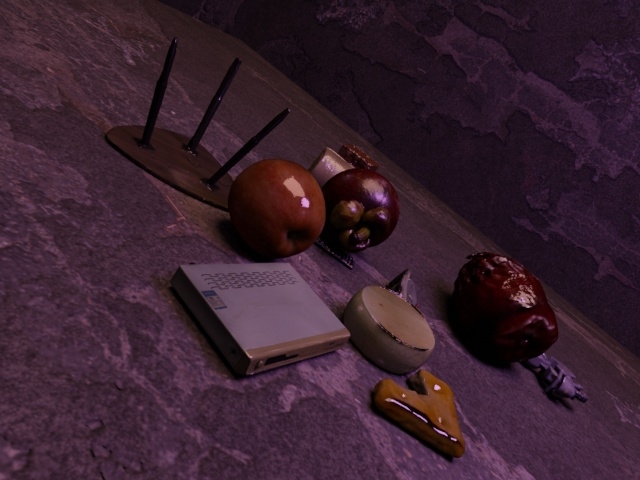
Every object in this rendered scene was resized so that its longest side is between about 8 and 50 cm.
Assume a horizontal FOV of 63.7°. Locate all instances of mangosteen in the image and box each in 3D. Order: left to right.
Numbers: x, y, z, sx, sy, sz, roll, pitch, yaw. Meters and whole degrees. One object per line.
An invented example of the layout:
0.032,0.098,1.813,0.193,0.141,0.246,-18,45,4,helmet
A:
0.090,-0.066,1.285,0.215,0.215,0.257,34,26,-7,mangosteen

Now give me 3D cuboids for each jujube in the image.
0.488,0.171,1.389,0.258,0.258,0.377,34,27,-7,jujube

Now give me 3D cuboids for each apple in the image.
-0.083,-0.060,1.012,0.188,0.188,0.174,14,36,-47,apple

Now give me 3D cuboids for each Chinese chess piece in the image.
0.133,0.173,1.008,0.188,0.083,0.188,30,24,-15,Chinese chess piece

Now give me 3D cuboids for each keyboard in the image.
0.000,0.000,1.270,0.204,0.013,0.061,35,20,-3,keyboard

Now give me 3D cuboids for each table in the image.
-0.248,-0.275,1.129,0.317,0.249,0.317,32,20,-13,table

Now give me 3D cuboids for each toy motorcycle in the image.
0.620,0.360,1.401,0.122,0.080,0.215,18,22,-47,toy motorcycle

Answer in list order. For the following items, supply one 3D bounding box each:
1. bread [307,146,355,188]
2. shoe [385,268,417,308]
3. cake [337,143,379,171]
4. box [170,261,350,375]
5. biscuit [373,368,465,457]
0.034,-0.195,1.595,0.141,0.134,0.148,38,31,-9,bread
0.198,0.133,1.230,0.077,0.074,0.194,48,22,-2,shoe
0.107,-0.243,1.803,0.135,0.147,0.134,40,18,13,cake
-0.089,0.110,0.826,0.211,0.045,0.270,45,22,24,box
0.171,0.275,0.897,0.174,0.039,0.183,33,19,-2,biscuit
